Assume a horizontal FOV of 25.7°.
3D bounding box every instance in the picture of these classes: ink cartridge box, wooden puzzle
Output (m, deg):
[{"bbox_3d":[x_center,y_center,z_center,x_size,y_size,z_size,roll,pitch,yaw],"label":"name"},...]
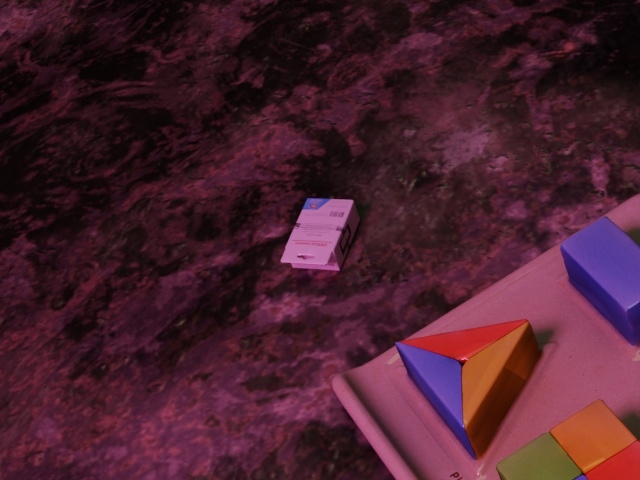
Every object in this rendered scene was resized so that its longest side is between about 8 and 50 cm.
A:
[{"bbox_3d":[0.000,0.000,1.283,0.048,0.028,0.083,3,46,23],"label":"ink cartridge box"},{"bbox_3d":[0.217,0.107,1.052,0.348,0.080,0.322,-28,42,-10],"label":"wooden puzzle"}]
